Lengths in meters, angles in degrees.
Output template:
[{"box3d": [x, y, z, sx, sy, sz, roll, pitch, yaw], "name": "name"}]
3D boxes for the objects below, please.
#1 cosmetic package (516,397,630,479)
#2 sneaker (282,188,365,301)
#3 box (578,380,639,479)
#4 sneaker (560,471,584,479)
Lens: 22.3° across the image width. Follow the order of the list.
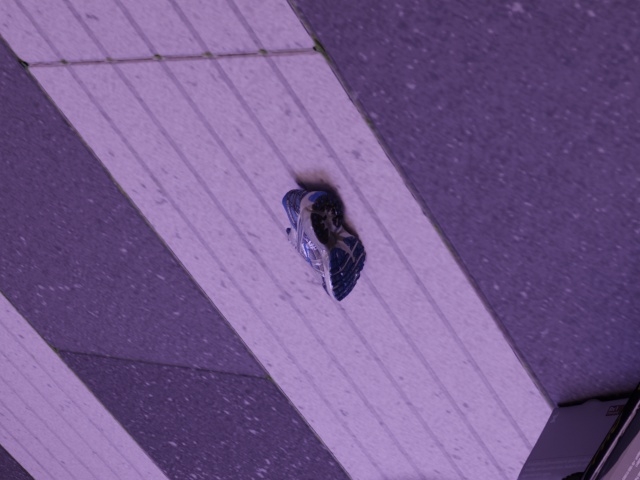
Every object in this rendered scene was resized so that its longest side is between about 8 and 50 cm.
[{"box3d": [0.321, 0.261, 1.573, 0.238, 0.107, 0.127, 38, 154, -16], "name": "cosmetic package"}, {"box3d": [0.000, 0.000, 1.548, 0.058, 0.052, 0.135, 22, 144, 38], "name": "sneaker"}, {"box3d": [0.357, 0.220, 1.216, 0.318, 0.097, 0.395, 29, 115, 9], "name": "box"}, {"box3d": [0.422, 0.273, 1.396, 0.482, 0.202, 0.185, 15, -168, 1], "name": "sneaker"}]
